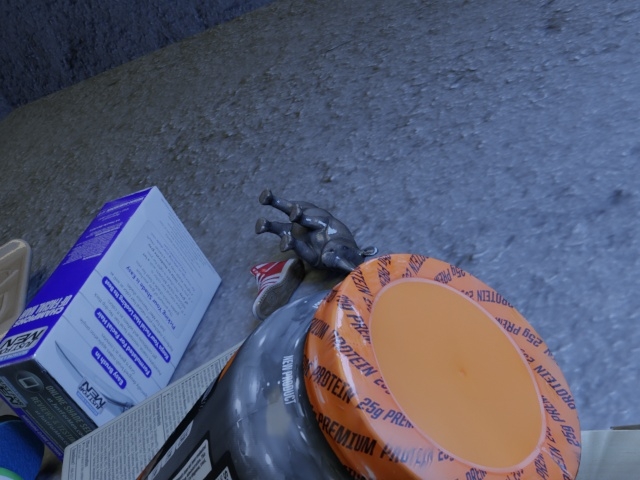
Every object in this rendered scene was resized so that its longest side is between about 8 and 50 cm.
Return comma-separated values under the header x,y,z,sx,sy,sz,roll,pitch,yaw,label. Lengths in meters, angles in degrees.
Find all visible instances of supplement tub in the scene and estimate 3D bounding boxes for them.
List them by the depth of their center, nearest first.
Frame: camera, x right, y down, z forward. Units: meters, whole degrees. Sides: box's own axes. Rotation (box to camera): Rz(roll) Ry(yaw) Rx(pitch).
x,y,z,sx,sy,sz,roll,pitch,yaw,label
-0.004,0.173,0.548,0.338,0.207,0.207,-51,12,38,supplement tub

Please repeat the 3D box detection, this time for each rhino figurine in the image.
x,y,z,sx,sy,sz,roll,pitch,yaw,label
0.000,0.000,1.084,0.073,0.106,0.243,-65,30,6,rhino figurine

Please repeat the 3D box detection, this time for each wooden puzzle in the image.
x,y,z,sx,sy,sz,roll,pitch,yaw,label
-0.648,0.173,1.485,0.322,0.081,0.348,-32,32,0,wooden puzzle

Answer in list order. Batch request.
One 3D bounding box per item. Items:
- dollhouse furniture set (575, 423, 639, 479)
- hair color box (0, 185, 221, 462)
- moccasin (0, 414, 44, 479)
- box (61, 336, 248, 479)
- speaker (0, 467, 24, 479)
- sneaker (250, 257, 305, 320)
x,y,z,sx,sy,sz,roll,pitch,yaw,label
0.214,0.212,0.583,0.181,0.101,0.161,0,76,-1,dollhouse furniture set
-0.269,0.105,1.089,0.110,0.185,0.339,-17,31,27,hair color box
-0.482,0.338,0.977,0.342,0.138,0.116,-46,26,-28,moccasin
-0.089,0.203,0.813,0.311,0.121,0.148,-30,28,3,box
-0.345,0.357,0.813,0.131,0.131,0.296,-32,28,-1,speaker
-0.074,0.067,1.106,0.067,0.042,0.118,-5,30,34,sneaker
